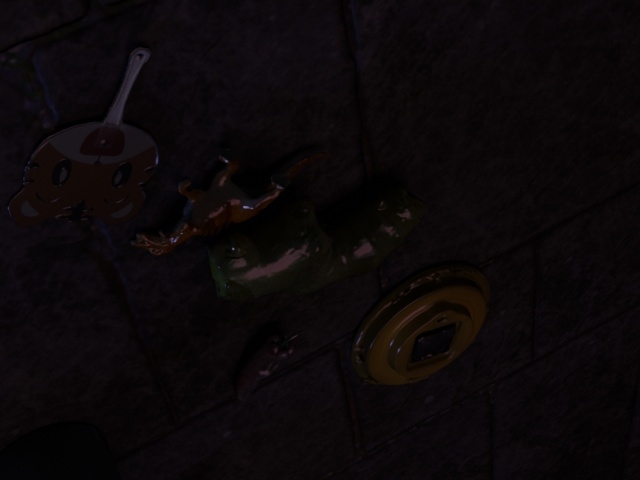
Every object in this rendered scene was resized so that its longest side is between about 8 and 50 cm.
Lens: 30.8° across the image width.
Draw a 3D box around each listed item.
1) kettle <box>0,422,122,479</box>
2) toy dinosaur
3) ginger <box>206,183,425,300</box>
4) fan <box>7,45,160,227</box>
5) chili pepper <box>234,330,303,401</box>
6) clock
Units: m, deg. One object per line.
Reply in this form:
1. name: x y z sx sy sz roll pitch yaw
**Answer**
1. kettle: -0.272 0.368 1.419 0.160 0.243 0.210 -49 143 16
2. toy dinosaur: -0.092 -0.035 1.291 0.212 0.057 0.142 -3 143 -35
3. ginger: -0.004 0.003 1.376 0.290 0.089 0.137 -6 119 -30
4. fan: -0.217 -0.100 1.159 0.152 0.008 0.226 1 130 -38
5. chili pepper: -0.074 0.160 1.524 0.050 0.041 0.153 20 135 -26
6. clock: 0.155 0.135 1.666 0.237 0.057 0.237 -21 141 -18
